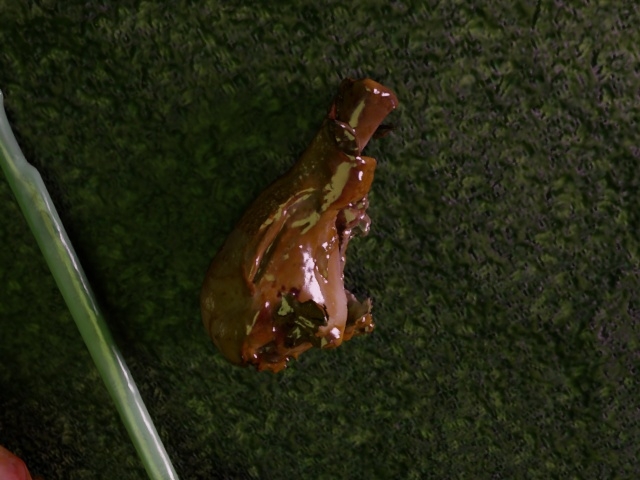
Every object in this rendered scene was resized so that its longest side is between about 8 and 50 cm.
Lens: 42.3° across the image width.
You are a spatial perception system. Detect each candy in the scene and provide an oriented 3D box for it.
[{"bbox_3d":[-0.140,0.104,0.577,0.119,0.119,0.439,-22,100,12],"label":"candy"}]

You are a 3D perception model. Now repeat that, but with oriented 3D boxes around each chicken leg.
[{"bbox_3d":[-0.003,-0.002,0.523,0.101,0.085,0.207,36,106,28],"label":"chicken leg"}]

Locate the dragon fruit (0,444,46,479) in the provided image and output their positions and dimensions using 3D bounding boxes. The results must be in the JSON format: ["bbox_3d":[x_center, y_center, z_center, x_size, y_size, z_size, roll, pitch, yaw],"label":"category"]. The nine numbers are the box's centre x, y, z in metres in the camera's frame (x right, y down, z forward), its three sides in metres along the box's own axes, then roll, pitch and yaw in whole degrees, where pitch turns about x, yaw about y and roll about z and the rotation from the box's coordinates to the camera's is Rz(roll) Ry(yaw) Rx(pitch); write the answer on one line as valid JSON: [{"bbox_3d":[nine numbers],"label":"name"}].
[{"bbox_3d":[-0.307,0.238,0.566,0.263,0.296,0.314,-26,106,-22],"label":"dragon fruit"}]
